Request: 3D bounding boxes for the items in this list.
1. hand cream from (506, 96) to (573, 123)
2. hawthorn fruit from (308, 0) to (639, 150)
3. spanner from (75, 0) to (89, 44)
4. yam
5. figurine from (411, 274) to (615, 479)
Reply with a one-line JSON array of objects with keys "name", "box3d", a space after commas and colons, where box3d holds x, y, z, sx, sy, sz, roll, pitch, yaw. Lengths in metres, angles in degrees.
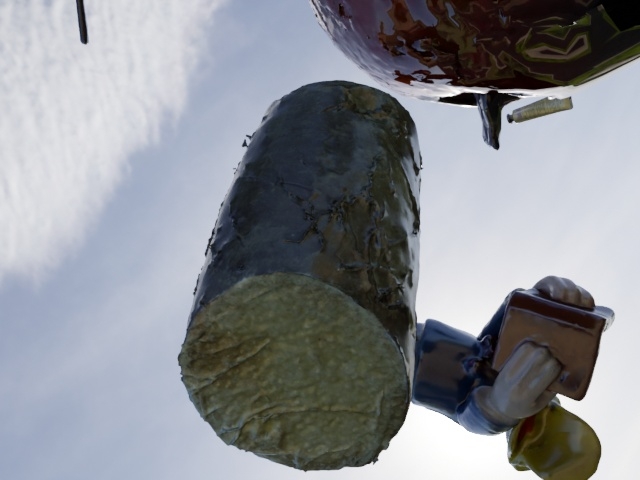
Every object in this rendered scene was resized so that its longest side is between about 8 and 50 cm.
[{"name": "hand cream", "box3d": [0.329, -0.197, 1.274, 0.022, 0.102, 0.035, 20, -120, -51]}, {"name": "hawthorn fruit", "box3d": [0.125, -0.237, 0.584, 0.316, 0.316, 0.316, -29, -43, -32]}, {"name": "spanner", "box3d": [-0.229, -0.284, 0.787, 0.012, 0.046, 0.209, -6, -61, -15]}, {"name": "yam", "box3d": [0.000, 0.000, 0.395, 0.107, 0.107, 0.183, 80, -165, -44]}, {"name": "figurine", "box3d": [0.168, 0.121, 0.821, 0.338, 0.283, 0.205, 42, -137, -27]}]
